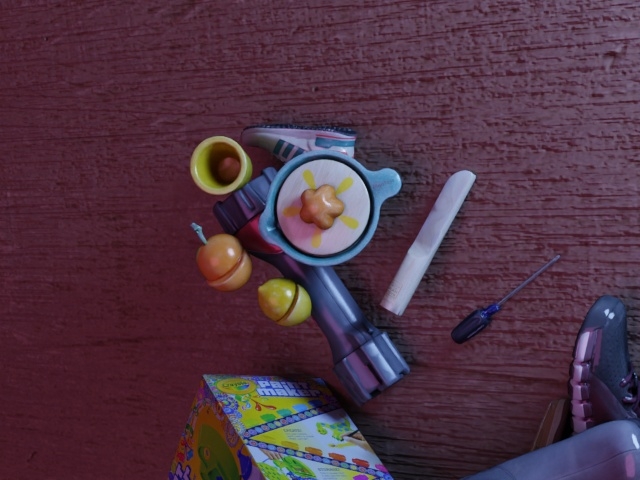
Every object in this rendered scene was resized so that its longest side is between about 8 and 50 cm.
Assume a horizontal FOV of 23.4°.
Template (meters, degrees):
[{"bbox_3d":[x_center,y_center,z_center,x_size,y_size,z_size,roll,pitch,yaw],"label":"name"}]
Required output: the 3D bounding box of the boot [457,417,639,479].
[{"bbox_3d":[0.173,0.277,1.598,0.338,0.223,0.118,-41,52,40],"label":"boot"}]

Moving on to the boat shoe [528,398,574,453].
[{"bbox_3d":[0.240,0.267,1.741,0.072,0.068,0.190,8,77,36],"label":"boat shoe"}]

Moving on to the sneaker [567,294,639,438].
[{"bbox_3d":[0.355,0.198,1.667,0.162,0.106,0.281,12,117,27],"label":"sneaker"}]

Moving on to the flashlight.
[{"bbox_3d":[-0.010,0.059,1.884,0.103,0.103,0.304,-38,83,30],"label":"flashlight"}]

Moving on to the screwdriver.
[{"bbox_3d":[0.215,0.069,1.776,0.170,0.024,0.025,-37,109,28],"label":"screwdriver"}]

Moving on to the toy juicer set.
[{"bbox_3d":[0.000,0.000,1.781,0.329,0.089,0.209,8,89,12],"label":"toy juicer set"}]

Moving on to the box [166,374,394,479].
[{"bbox_3d":[-0.059,0.359,1.866,0.279,0.177,0.290,51,128,50],"label":"box"}]

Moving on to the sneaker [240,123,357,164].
[{"bbox_3d":[-0.030,-0.102,1.878,0.161,0.057,0.075,5,98,31],"label":"sneaker"}]
